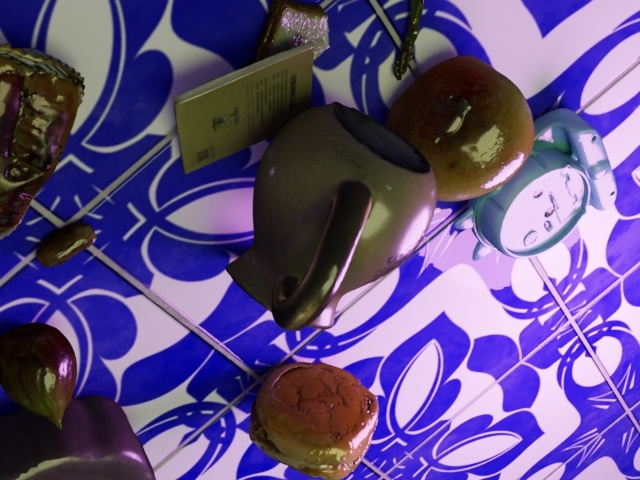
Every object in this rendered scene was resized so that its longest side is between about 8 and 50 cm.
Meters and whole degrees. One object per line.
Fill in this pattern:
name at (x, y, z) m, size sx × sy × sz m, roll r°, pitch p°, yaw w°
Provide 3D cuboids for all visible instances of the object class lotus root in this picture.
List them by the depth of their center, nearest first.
lotus root at (-0.332, 0.005, 1.249) m, size 0.083 × 0.037 × 0.030 m, roll -32°, pitch 133°, yaw -6°

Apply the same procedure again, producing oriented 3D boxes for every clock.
clock at (0.353, -0.068, 1.600) m, size 0.274 × 0.094 × 0.223 m, roll -39°, pitch 136°, yaw 0°

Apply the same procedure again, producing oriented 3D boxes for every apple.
apple at (0.202, -0.152, 1.386) m, size 0.188 × 0.174 × 0.207 m, roll -40°, pitch 121°, yaw -2°

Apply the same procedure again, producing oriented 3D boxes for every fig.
fig at (-0.378, 0.188, 1.306) m, size 0.103 × 0.109 × 0.154 m, roll -20°, pitch 115°, yaw -23°

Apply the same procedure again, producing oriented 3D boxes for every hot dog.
hot dog at (-0.374, -0.103, 1.101) m, size 0.163 × 0.082 × 0.270 m, roll 15°, pitch 115°, yaw -42°

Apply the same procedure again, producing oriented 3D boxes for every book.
book at (-0.095, -0.166, 1.238) m, size 0.192 × 0.013 × 0.168 m, roll -25°, pitch 157°, yaw -15°

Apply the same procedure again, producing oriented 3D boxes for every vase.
vase at (0.000, 0.000, 1.267) m, size 0.241 × 0.329 × 0.302 m, roll 30°, pitch 112°, yaw -9°

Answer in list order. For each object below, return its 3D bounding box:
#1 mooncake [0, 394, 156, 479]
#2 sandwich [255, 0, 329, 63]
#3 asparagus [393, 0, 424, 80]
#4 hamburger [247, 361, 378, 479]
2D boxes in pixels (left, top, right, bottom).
mooncake at (-0.401, 0.361, 1.421) m, size 0.306 × 0.154 × 0.306 m, roll -17°, pitch 132°, yaw -20°
sandwich at (-0.035, -0.253, 1.229) m, size 0.093 × 0.036 × 0.105 m, roll 6°, pitch 122°, yaw -38°
asparagus at (0.130, -0.327, 1.286) m, size 0.025 × 0.024 × 0.248 m, roll 15°, pitch 126°, yaw 8°
hamburger at (-0.013, 0.293, 1.584) m, size 0.214 × 0.214 × 0.108 m, roll -7°, pitch 133°, yaw -29°
